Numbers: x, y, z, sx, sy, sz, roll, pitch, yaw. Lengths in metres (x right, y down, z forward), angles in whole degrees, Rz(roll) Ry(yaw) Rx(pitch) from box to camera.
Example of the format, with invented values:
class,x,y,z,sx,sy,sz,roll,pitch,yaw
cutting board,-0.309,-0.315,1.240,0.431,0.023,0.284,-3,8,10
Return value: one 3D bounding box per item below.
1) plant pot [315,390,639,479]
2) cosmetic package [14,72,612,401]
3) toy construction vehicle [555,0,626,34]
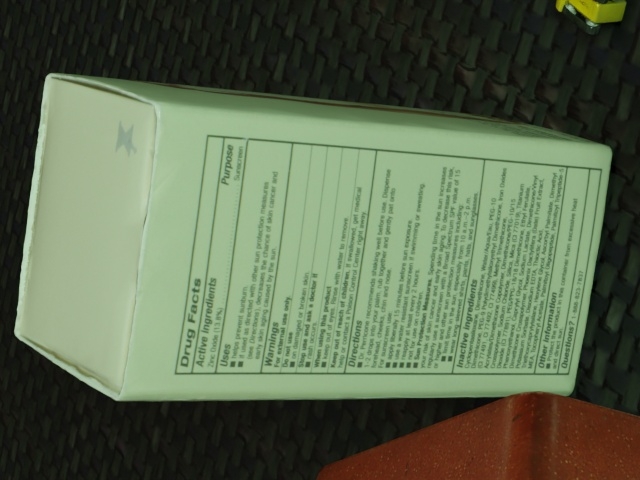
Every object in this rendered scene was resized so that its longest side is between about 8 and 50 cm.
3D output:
class,x,y,z,sx,sy,sz,roll,pitch,yaw
plant pot,0.112,0.217,0.894,0.267,0.267,0.236,-28,52,51
cosmetic package,0.000,0.000,1.023,0.129,0.296,0.153,20,103,53
toy construction vehicle,0.148,-0.173,1.066,0.098,0.035,0.086,48,136,50
